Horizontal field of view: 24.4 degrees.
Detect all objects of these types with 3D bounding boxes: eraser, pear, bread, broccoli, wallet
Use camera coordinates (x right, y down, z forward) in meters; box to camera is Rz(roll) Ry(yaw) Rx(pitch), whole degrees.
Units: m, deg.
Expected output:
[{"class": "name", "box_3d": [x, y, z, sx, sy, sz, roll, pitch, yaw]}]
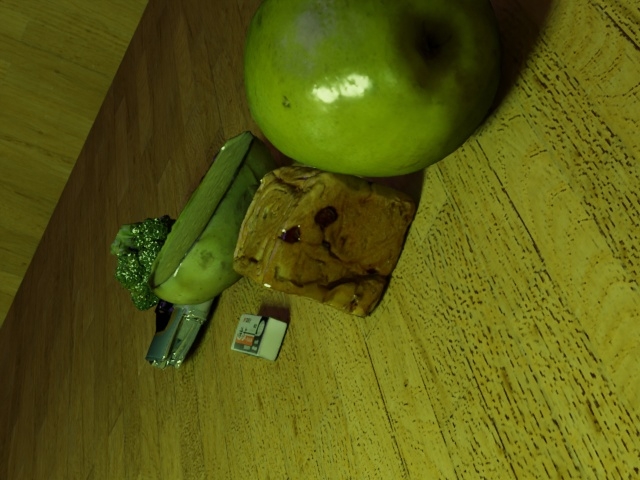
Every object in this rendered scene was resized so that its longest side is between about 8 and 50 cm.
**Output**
[{"class": "eraser", "box_3d": [-0.079, 0.121, 1.869, 0.122, 0.029, 0.052, -2, 68, 71]}, {"class": "pear", "box_3d": [0.044, -0.180, 1.488, 0.307, 0.253, 0.252, -14, 57, 61]}, {"class": "bread", "box_3d": [0.000, 0.000, 1.604, 0.158, 0.143, 0.149, 1, 71, 67]}, {"class": "broccoli", "box_3d": [-0.258, 0.027, 2.302, 0.145, 0.138, 0.162, -55, -19, -25]}, {"class": "wallet", "box_3d": [-0.195, 0.080, 2.190, 0.170, 0.069, 0.231, 179, 112, -76]}]

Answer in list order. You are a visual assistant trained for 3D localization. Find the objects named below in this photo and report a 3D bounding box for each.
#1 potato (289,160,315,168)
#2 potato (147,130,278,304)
[{"class": "potato", "box_3d": [-0.014, -0.089, 1.887, 0.092, 0.045, 0.046, -31, 43, 57]}, {"class": "potato", "box_3d": [-0.124, -0.018, 2.021, 0.160, 0.111, 0.271, -22, 36, 56]}]
